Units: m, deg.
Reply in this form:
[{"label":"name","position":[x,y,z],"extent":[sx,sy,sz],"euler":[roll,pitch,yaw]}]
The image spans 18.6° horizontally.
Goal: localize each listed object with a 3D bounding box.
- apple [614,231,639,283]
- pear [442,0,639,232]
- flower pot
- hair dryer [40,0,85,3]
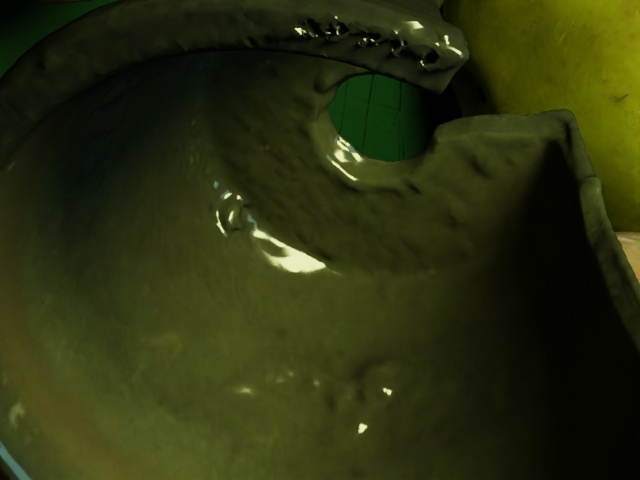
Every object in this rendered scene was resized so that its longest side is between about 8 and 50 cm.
[{"label":"apple","position":[0.160,0.135,1.214],"extent":[0.345,0.345,0.269],"euler":[1,82,-56]},{"label":"pear","position":[0.246,-0.165,1.278],"extent":[0.287,0.375,0.287],"euler":[56,6,-9]},{"label":"flower pot","position":[0.000,0.000,0.994],"extent":[0.251,0.379,0.379],"euler":[-74,150,-54]},{"label":"hair dryer","position":[-0.058,-0.297,0.973],"extent":[0.352,0.125,0.210],"euler":[-46,129,-34]}]
